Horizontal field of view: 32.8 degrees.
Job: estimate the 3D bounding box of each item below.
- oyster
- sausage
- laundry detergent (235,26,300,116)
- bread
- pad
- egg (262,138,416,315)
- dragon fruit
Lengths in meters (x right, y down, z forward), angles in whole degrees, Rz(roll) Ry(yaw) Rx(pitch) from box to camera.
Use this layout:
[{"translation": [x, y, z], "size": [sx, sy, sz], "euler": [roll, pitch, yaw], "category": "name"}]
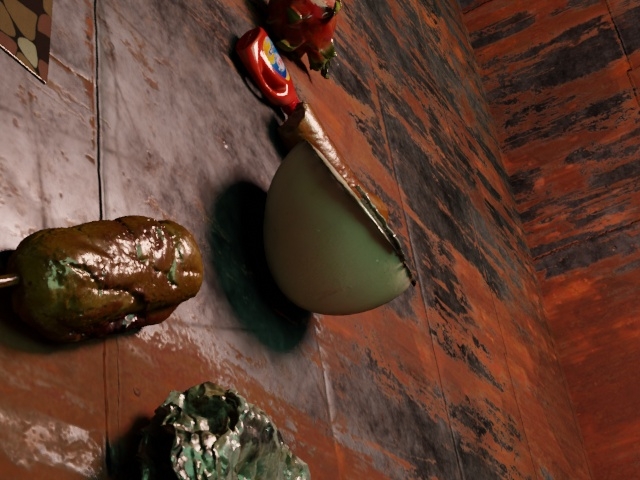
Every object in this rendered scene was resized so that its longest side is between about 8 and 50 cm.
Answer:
[{"translation": [-0.099, 0.241, 1.159], "size": [0.198, 0.112, 0.267], "euler": [66, 18, -2], "category": "oyster"}, {"translation": [0.025, -0.106, 1.851], "size": [0.302, 0.076, 0.103], "euler": [52, 30, -34], "category": "sausage"}, {"translation": [-0.079, -0.268, 1.806], "size": [0.165, 0.049, 0.097], "euler": [56, 30, -28], "category": "laundry detergent"}, {"translation": [-0.222, 0.034, 1.109], "size": [0.344, 0.084, 0.124], "euler": [-6, 74, -68], "category": "bread"}, {"translation": [-0.358, -0.305, 1.236], "size": [0.158, 0.003, 0.235], "euler": [43, 32, -47], "category": "pad"}, {"translation": [-0.002, -0.003, 1.578], "size": [0.264, 0.174, 0.286], "euler": [55, 0, -30], "category": "egg"}, {"translation": [-0.021, -0.382, 1.963], "size": [0.137, 0.135, 0.236], "euler": [-92, 169, -55], "category": "dragon fruit"}]
